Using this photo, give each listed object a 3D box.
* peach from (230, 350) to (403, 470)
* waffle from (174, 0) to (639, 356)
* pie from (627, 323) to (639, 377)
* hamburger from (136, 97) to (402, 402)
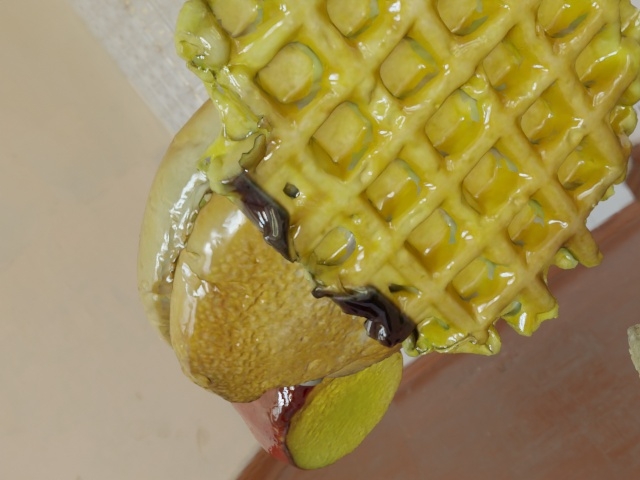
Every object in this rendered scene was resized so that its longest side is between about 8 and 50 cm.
[{"bbox_3d":[-0.023,0.182,1.106,0.274,0.246,0.248,57,-131,-69],"label":"peach"},{"bbox_3d":[0.065,-0.071,0.459,0.060,0.312,0.307,37,117,60],"label":"waffle"},{"bbox_3d":[0.642,0.275,1.345,0.077,0.339,0.339,-41,9,28],"label":"pie"},{"bbox_3d":[0.000,0.000,0.659,0.290,0.170,0.314,2,-52,-37],"label":"hamburger"}]
